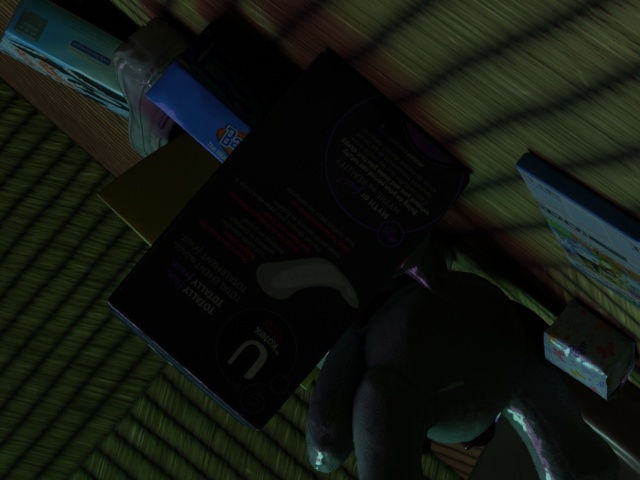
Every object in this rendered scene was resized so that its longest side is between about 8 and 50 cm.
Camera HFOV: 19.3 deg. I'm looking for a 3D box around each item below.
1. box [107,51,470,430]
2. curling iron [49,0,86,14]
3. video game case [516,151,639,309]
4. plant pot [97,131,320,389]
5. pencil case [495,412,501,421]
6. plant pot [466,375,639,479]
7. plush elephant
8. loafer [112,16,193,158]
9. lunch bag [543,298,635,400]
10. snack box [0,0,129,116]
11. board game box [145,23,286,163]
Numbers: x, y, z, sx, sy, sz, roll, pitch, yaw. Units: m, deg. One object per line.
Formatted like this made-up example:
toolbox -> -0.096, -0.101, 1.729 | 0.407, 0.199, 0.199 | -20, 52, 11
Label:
box -> -0.030, 0.003, 1.550 | 0.165, 0.270, 0.143 | 41, 173, -2
curling iron -> -0.290, -0.281, 2.127 | 0.068, 0.035, 0.274 | 42, 173, -15
video game case -> 0.209, 0.006, 1.356 | 0.119, 0.015, 0.166 | 35, 171, 32
plant pot -> -0.058, -0.016, 1.896 | 0.212, 0.187, 0.212 | 39, 174, 44
pencil case -> 0.195, 0.151, 2.021 | 0.206, 0.086, 0.088 | 45, 159, -25
plant pot -> 0.246, 0.261, 1.875 | 0.263, 0.229, 0.263 | 39, 174, 5
plush elephant -> 0.075, 0.120, 1.763 | 0.255, 0.272, 0.330 | -17, 91, 70
loafer -> -0.143, -0.125, 2.005 | 0.111, 0.112, 0.319 | 46, 173, 17
lunch bag -> 0.235, 0.098, 1.639 | 0.071, 0.053, 0.083 | 35, 162, 23
snack box -> -0.283, -0.215, 2.221 | 0.187, 0.060, 0.322 | 28, 177, -11
board game box -> -0.050, -0.097, 1.705 | 0.210, 0.047, 0.160 | 42, -161, -7
